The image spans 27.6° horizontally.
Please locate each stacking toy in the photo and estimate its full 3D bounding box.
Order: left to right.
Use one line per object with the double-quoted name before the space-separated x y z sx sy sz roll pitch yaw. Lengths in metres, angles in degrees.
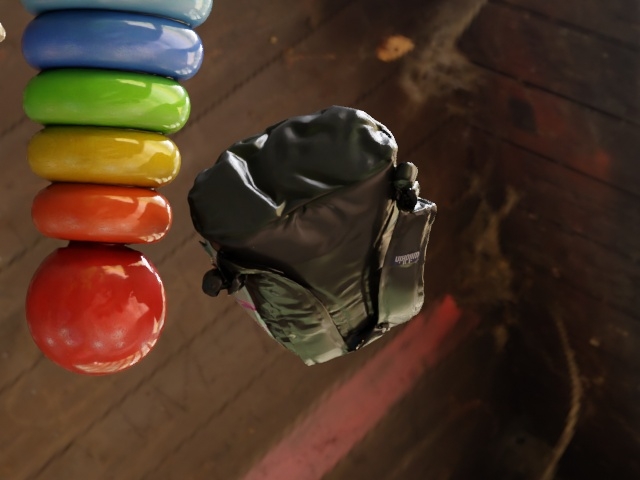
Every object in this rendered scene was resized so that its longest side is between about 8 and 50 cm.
"stacking toy" -0.133 -0.079 0.834 0.141 0.141 0.330 1 -89 -48

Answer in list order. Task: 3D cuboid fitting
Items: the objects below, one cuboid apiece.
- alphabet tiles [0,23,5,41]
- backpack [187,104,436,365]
"alphabet tiles" -0.281 -0.031 0.429 0.342 0.285 0.011 -30 -42 -9
"backpack" 0.000 0.000 0.868 0.152 0.115 0.182 -21 -35 1
